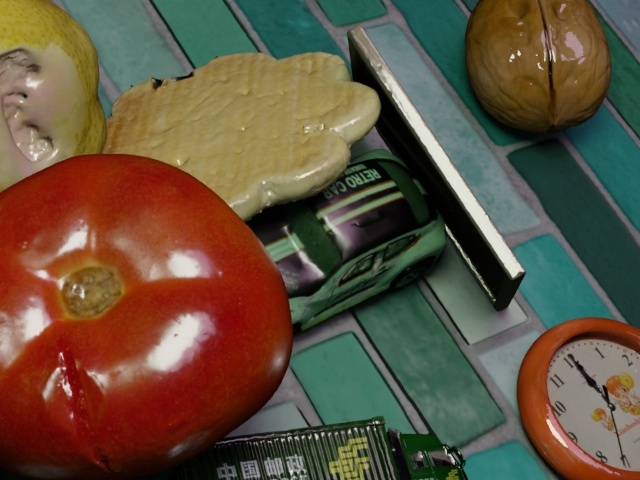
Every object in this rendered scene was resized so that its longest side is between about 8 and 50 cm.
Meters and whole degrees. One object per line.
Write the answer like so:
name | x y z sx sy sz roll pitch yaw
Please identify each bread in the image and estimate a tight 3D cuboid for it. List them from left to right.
bread | -0.092 -0.102 1.337 0.316 0.054 0.316 -9 34 6

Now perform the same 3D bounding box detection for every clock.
clock | 0.298 0.172 1.382 0.205 0.051 0.205 10 54 -14

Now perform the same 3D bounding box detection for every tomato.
tomato | -0.168 0.071 1.120 0.298 0.226 0.298 -4 63 8

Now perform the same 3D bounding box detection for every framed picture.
framed picture | 0.113 -0.064 1.371 0.020 0.211 0.289 -32 78 -4

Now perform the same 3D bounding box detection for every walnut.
walnut | 0.253 -0.216 1.578 0.167 0.167 0.207 4 53 -19

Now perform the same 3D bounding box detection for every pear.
pear | -0.324 -0.117 1.218 0.271 0.271 0.271 11 53 -14

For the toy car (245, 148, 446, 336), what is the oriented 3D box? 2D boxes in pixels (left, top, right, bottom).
toy car | 0.000 0.000 1.331 0.306 0.125 0.136 -24 73 -32

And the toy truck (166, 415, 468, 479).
toy truck | 0.006 0.233 1.200 0.259 0.088 0.121 -4 57 -22
